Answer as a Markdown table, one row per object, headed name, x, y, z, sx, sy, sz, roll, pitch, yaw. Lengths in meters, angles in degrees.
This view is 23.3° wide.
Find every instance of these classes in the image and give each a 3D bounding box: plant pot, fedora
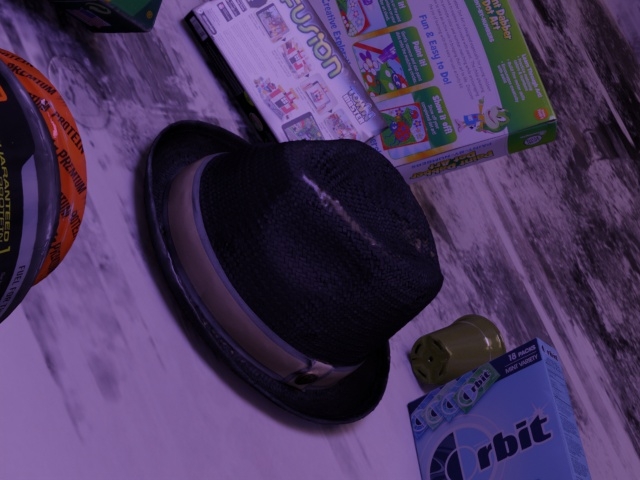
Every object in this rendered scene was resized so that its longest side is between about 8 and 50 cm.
| name | x | y | z | sx | sy | sz | roll | pitch | yaw |
| --- | --- | --- | --- | --- | --- | --- | --- | --- | --- |
| plant pot | 0.136 | 0.120 | 1.603 | 0.079 | 0.083 | 0.083 | -2 | 63 | -47 |
| fedora | 0.000 | 0.000 | 1.382 | 0.334 | 0.152 | 0.334 | 43 | 29 | -32 |

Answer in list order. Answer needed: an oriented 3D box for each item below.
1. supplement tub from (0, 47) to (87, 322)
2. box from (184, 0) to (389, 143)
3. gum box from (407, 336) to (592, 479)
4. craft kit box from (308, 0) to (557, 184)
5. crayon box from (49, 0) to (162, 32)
| name | x | y | z | sx | sy | sz | roll | pitch | yaw |
| --- | --- | --- | --- | --- | --- | --- | --- | --- | --- |
| supplement tub | -0.282 | -0.019 | 0.823 | 0.207 | 0.207 | 0.338 | 62 | 25 | 5 |
| box | -0.033 | -0.168 | 1.560 | 0.114 | 0.036 | 0.207 | -34 | 95 | -20 |
| gum box | 0.169 | 0.206 | 1.466 | 0.041 | 0.157 | 0.184 | 34 | 36 | -41 |
| craft kit box | 0.097 | -0.186 | 1.664 | 0.061 | 0.246 | 0.250 | 70 | 3 | -65 |
| crayon box | -0.186 | -0.363 | 1.325 | 0.202 | 0.081 | 0.318 | 30 | 72 | -46 |
